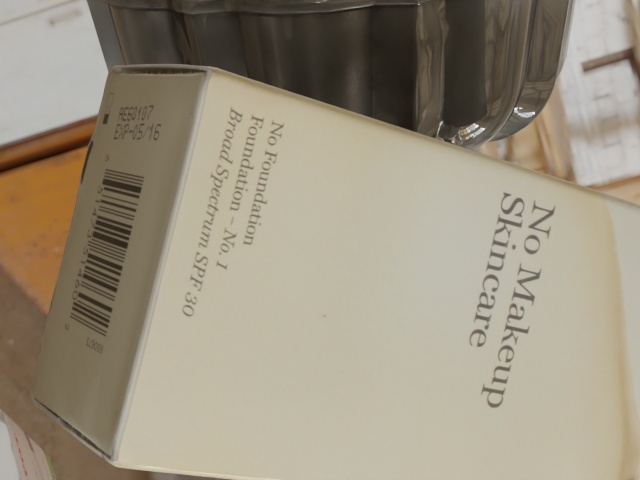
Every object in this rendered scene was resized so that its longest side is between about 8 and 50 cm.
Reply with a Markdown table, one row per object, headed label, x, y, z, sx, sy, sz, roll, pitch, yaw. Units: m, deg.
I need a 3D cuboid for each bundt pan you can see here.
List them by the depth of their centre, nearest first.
| label | x | y | z | sx | sy | sz | roll | pitch | yaw |
| --- | --- | --- | --- | --- | --- | --- | --- | --- | --- |
| bundt pan | 0.011 | -0.131 | 0.783 | 0.331 | 0.330 | 0.124 | -82 | 169 | -67 |

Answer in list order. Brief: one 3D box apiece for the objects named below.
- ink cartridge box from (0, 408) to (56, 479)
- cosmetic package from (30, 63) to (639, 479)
| label | x | y | z | sx | sy | sz | roll | pitch | yaw |
| --- | --- | --- | --- | --- | --- | --- | --- | --- | --- |
| ink cartridge box | -0.248 | 0.235 | 0.914 | 0.219 | 0.092 | 0.160 | 97 | -25 | -70 |
| cosmetic package | 0.040 | 0.034 | 0.561 | 0.113 | 0.309 | 0.160 | 14 | -89 | 59 |
